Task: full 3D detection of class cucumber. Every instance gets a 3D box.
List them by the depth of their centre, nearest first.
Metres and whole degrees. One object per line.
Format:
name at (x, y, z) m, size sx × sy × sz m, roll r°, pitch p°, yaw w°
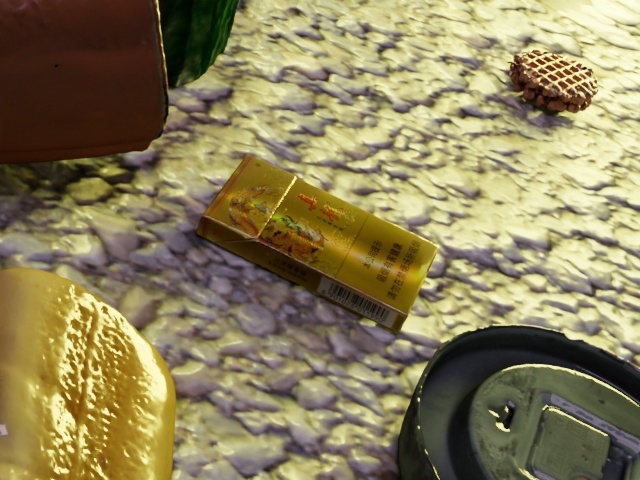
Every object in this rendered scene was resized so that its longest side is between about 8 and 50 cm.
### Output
cucumber at (-0.145, -0.228, 1.053) m, size 0.191 × 0.130 × 0.191 m, roll 11°, pitch 39°, yaw -9°

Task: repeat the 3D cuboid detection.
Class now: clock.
clock at (0.155, 0.147, 0.832) m, size 0.226 × 0.049 × 0.226 m, roll 14°, pitch 38°, yaw -11°

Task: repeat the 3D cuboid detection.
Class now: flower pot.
flower pot at (-0.210, -0.130, 0.875) m, size 0.173 × 0.190 × 0.190 m, roll -15°, pitch 51°, yaw -20°

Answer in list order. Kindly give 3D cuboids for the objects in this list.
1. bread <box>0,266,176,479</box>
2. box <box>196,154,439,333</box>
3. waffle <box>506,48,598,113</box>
bread at (-0.141, 0.106, 0.686) m, size 0.134 × 0.085 × 0.173 m, roll 37°, pitch 31°, yaw -27°
box at (0.000, 0.000, 0.941) m, size 0.156 × 0.022 × 0.089 m, roll 27°, pitch 38°, yaw 4°
waffle at (0.207, -0.143, 1.209) m, size 0.083 × 0.029 × 0.075 m, roll 14°, pitch 36°, yaw -7°
